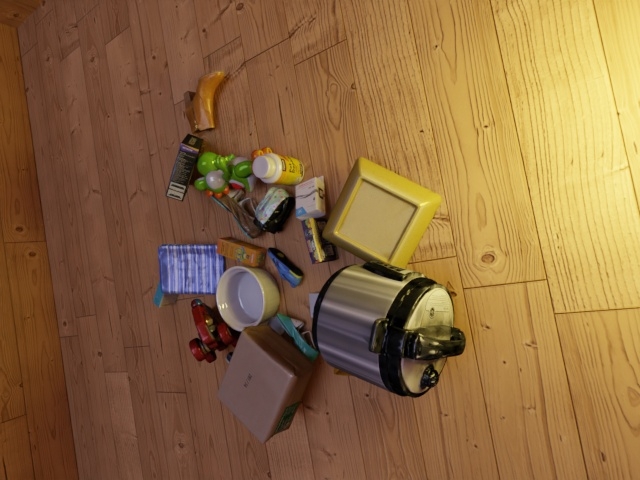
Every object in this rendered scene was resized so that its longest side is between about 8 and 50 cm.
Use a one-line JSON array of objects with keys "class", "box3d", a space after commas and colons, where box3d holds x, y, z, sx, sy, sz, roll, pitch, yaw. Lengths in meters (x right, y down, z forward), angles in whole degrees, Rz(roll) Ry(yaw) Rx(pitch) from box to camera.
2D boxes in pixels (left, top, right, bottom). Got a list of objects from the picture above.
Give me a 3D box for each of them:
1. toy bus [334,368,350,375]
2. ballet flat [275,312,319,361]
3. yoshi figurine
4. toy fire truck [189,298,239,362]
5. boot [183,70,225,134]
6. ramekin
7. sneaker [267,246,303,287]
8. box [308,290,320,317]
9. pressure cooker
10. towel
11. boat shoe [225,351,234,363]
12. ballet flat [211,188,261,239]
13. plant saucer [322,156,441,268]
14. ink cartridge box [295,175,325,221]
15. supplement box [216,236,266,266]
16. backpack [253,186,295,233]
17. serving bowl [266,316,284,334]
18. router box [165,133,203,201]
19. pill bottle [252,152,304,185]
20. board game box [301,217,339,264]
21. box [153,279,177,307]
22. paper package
[{"class": "toy bus", "box3d": [0.097, 0.409, 1.554, 0.191, 0.202, 0.104, 47, 145, 14]}, {"class": "ballet flat", "box3d": [-0.086, 0.385, 1.697, 0.087, 0.083, 0.247, -36, 72, -3]}, {"class": "yoshi figurine", "box3d": [-0.390, -0.323, 1.748, 0.361, 0.204, 0.203, -14, 55, 18]}, {"class": "toy fire truck", "box3d": [-0.497, 0.388, 1.832, 0.169, 0.302, 0.254, -30, 71, -7]}, {"class": "boot", "box3d": [-0.518, -0.627, 1.904, 0.294, 0.104, 0.212, -18, 88, 37]}, {"class": "ramekin", "box3d": [-0.309, 0.244, 1.788, 0.276, 0.135, 0.278, 2, 94, 31]}, {"class": "sneaker", "box3d": [-0.162, 0.114, 1.728, 0.209, 0.069, 0.082, 43, 117, 23]}, {"class": "box", "box3d": [0.057, 0.229, 1.534, 0.129, 0.170, 0.091, -7, 88, 32]}, {"class": "pressure cooker", "box3d": [0.232, 0.279, 1.292, 0.420, 0.370, 0.376, 10, 131, 43]}, {"class": "towel", "box3d": [-0.617, 0.138, 1.965, 0.335, 0.040, 0.244, 0, 94, 11]}, {"class": "boat shoe", "box3d": [-0.312, 0.545, 1.829, 0.254, 0.095, 0.079, 19, 104, 29]}, {"class": "ballet flat", "box3d": [-0.363, -0.153, 1.825, 0.124, 0.116, 0.342, -48, 66, 4]}, {"class": "plant saucer", "box3d": [0.197, -0.074, 1.435, 0.332, 0.081, 0.333, 28, 107, 12]}, {"class": "ink cartridge box", "box3d": [-0.041, -0.173, 1.603, 0.104, 0.060, 0.180, -20, 60, 31]}, {"class": "supplement box", "box3d": [-0.356, 0.048, 1.841, 0.233, 0.080, 0.078, 15, 103, 29]}, {"class": "backpack", "box3d": [-0.189, -0.126, 1.690, 0.115, 0.152, 0.182, 36, 99, 16]}, {"class": "serving bowl", "box3d": [-0.189, 0.367, 1.775, 0.083, 0.027, 0.084, 2, 100, 11]}, {"class": "router box", "box3d": [-0.615, -0.340, 1.875, 0.309, 0.080, 0.243, -117, 47, -65]}, {"class": "pill bottle", "box3d": [-0.167, -0.279, 1.622, 0.117, 0.214, 0.118, 2, 94, 32]}, {"class": "board game box", "box3d": [0.000, 0.000, 1.576, 0.048, 0.141, 0.171, -18, 82, 31]}, {"class": "box", "box3d": [-0.765, 0.219, 2.094, 0.060, 0.100, 0.245, 32, 108, 26]}, {"class": "paper package", "box3d": [-0.216, 0.553, 1.622, 0.309, 0.168, 0.325, 31, 105, 31]}]
